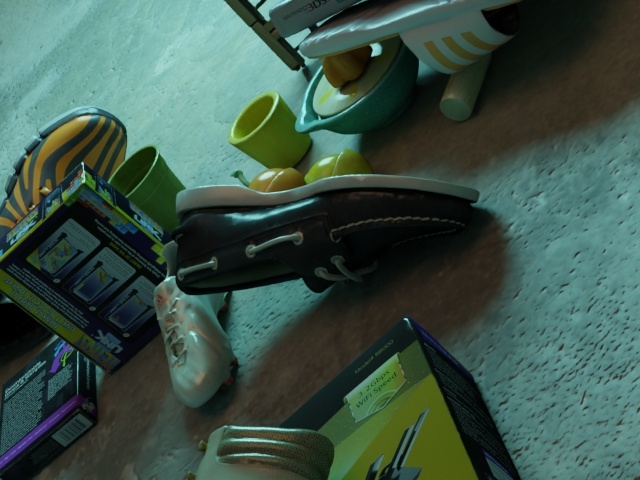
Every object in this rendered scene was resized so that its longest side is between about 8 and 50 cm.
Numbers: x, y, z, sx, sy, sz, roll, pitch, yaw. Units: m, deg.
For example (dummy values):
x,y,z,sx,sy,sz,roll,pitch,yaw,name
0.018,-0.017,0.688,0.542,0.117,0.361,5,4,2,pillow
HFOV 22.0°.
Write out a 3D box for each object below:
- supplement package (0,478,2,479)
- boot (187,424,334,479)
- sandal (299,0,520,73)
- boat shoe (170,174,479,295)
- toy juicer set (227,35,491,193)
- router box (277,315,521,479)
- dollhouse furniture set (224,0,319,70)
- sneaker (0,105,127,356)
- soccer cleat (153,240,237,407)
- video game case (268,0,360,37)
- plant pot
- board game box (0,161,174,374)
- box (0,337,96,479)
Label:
x,y,z,sx,sy,sz,roll,pitch,yaw,name
-0.333,0.293,1.388,0.175,0.177,0.293,-49,27,-4,supplement package
-0.090,0.208,1.069,0.213,0.077,0.165,-19,39,35,boot
0.102,-0.186,1.440,0.265,0.076,0.102,-12,26,40,sandal
0.000,0.000,1.383,0.302,0.114,0.091,-5,76,42,boat shoe
0.037,-0.132,1.512,0.329,0.089,0.209,-33,30,26,toy juicer set
-0.005,0.227,1.095,0.309,0.081,0.243,-42,27,11,router box
-0.015,-0.277,1.784,0.129,0.129,0.184,-43,3,11,dollhouse furniture set
-0.308,0.010,1.829,0.321,0.124,0.180,-54,29,11,sneaker
-0.120,0.076,1.479,0.068,0.076,0.196,-38,28,20,soccer cleat
0.143,-0.313,1.531,0.300,0.036,0.329,-21,15,43,video game case
-0.172,-0.044,1.715,0.083,0.079,0.083,-36,28,22,plant pot
-0.215,0.029,1.579,0.141,0.170,0.048,-40,29,14,board game box
-0.273,0.162,1.646,0.116,0.029,0.162,-39,29,15,box
